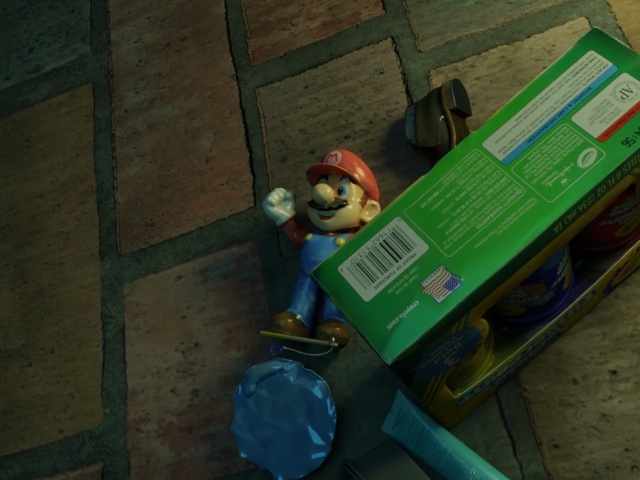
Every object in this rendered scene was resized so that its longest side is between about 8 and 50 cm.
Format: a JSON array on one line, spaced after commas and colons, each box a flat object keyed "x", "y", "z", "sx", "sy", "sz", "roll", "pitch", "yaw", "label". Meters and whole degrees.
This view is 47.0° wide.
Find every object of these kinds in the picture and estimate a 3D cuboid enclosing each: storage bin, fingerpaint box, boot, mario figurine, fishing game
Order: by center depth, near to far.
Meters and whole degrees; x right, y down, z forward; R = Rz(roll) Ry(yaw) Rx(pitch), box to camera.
[{"x": 0.255, "y": 0.017, "z": 0.961, "sx": 0.445, "sy": 0.371, "sz": 0.163, "roll": -40, "pitch": 59, "yaw": -1, "label": "fingerpaint box"}, {"x": 0.099, "y": 0.354, "z": 1.033, "sx": 0.091, "sy": 0.098, "sz": 0.135, "roll": -28, "pitch": 54, "yaw": -26, "label": "storage bin"}, {"x": -0.057, "y": 0.275, "z": 1.135, "sx": 0.189, "sy": 0.041, "sz": 0.264, "roll": 0, "pitch": 82, "yaw": 26, "label": "fishing game"}, {"x": 0.000, "y": 0.000, "z": 1.181, "sx": 0.198, "sy": 0.170, "sz": 0.320, "roll": 13, "pitch": 76, "yaw": -10, "label": "mario figurine"}, {"x": 0.203, "y": -0.159, "z": 1.254, "sx": 0.106, "sy": 0.082, "sz": 0.219, "roll": -17, "pitch": 63, "yaw": 38, "label": "boot"}]

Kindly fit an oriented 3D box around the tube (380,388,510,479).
[{"x": 0.175, "y": 0.301, "z": 1.041, "sx": 0.207, "sy": 0.052, "sz": 0.080, "roll": 34, "pitch": 115, "yaw": 30, "label": "tube"}]
